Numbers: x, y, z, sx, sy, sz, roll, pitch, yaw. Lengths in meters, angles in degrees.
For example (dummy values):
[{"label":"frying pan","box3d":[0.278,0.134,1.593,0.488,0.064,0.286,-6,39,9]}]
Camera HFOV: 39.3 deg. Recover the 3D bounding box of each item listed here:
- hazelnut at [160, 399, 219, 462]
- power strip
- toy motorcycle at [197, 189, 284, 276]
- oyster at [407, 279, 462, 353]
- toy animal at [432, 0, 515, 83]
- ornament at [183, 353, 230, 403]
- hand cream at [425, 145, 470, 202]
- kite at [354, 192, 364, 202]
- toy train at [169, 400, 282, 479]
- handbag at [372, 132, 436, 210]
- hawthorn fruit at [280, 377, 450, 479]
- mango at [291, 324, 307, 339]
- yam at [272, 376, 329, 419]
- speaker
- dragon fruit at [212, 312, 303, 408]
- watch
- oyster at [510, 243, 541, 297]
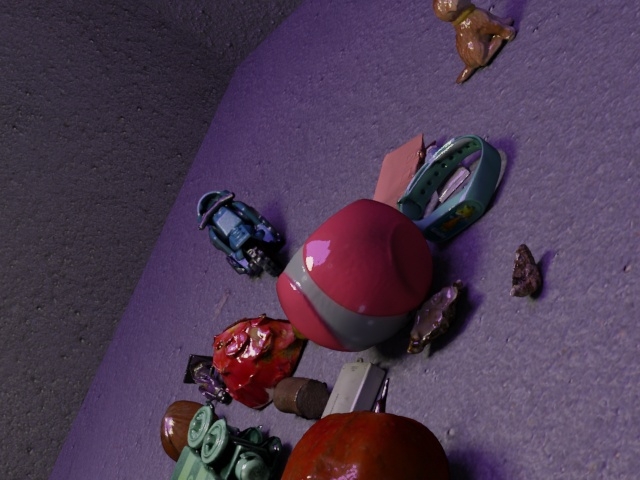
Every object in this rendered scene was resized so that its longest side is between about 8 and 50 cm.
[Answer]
[{"label":"hazelnut","box3d":[-0.318,0.459,2.138,0.150,0.150,0.150,-47,24,28]},{"label":"power strip","box3d":[0.016,0.387,1.630,0.106,0.043,0.367,-16,46,61]},{"label":"toy motorcycle","box3d":[-0.232,-0.020,2.487,0.172,0.232,0.416,-46,22,1]},{"label":"oyster","box3d":[0.201,0.137,1.550,0.148,0.051,0.103,-46,10,12]},{"label":"toy animal","box3d":[0.301,-0.459,1.969,0.184,0.185,0.104,-48,24,25]},{"label":"ornament","box3d":[-0.282,0.373,2.279,0.203,0.088,0.081,40,118,58]},{"label":"hand cream","box3d":[0.253,-0.149,1.846,0.084,0.053,0.142,-48,33,22]},{"label":"kite","box3d":[0.000,0.000,2.120,0.323,0.013,0.268,-48,0,44]},{"label":"toy train","box3d":[-0.205,0.476,1.843,0.238,0.166,0.299,-67,21,-6]},{"label":"handbag","box3d":[0.178,-0.116,1.944,0.157,0.059,0.213,-32,34,51]},{"label":"hawthorn fruit","box3d":[0.068,0.335,1.291,0.254,0.254,0.300,-26,45,54]},{"label":"mango","box3d":[-0.018,0.135,1.988,0.137,0.098,0.195,-30,40,45]},{"label":"yam","box3d":[-0.042,0.316,1.812,0.127,0.084,0.084,-6,55,61]},{"label":"speaker","box3d":[0.058,0.070,1.662,0.294,0.294,0.294,-47,24,28]},{"label":"dragon fruit","box3d":[-0.147,0.278,2.035,0.262,0.163,0.189,-46,52,28]},{"label":"watch","box3d":[0.245,-0.099,1.730,0.237,0.068,0.195,-41,33,34]},{"label":"oyster","box3d":[0.320,0.047,1.394,0.038,0.080,0.083,-4,89,39]}]
